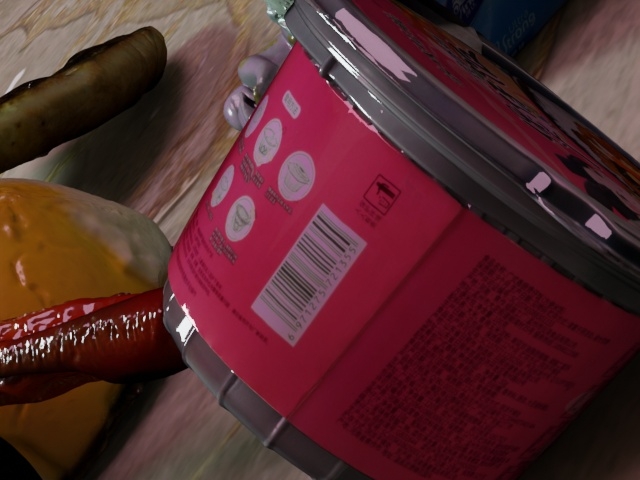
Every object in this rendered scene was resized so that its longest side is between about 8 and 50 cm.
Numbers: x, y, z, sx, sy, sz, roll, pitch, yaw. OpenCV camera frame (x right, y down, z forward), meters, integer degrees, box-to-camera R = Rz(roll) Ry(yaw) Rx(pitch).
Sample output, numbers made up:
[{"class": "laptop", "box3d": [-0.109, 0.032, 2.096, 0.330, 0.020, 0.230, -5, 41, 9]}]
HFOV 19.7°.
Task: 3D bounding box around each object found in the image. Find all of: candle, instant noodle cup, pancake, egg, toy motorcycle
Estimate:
[{"class": "candle", "box3d": [-0.172, 0.070, 1.065, 0.301, 0.059, 0.084, -15, -9, 29]}, {"class": "instant noodle cup", "box3d": [0.043, 0.010, 0.848, 0.182, 0.258, 0.302, -52, 14, 14]}, {"class": "pancake", "box3d": [-0.296, -0.075, 1.591, 0.304, 0.067, 0.427, -26, 10, 26]}, {"class": "egg", "box3d": [-0.266, 0.069, 1.278, 0.337, 0.201, 0.337, -36, 21, 16]}, {"class": "toy motorcycle", "box3d": [-0.004, -0.126, 1.346, 0.152, 0.073, 0.225, -14, 43, 37]}]

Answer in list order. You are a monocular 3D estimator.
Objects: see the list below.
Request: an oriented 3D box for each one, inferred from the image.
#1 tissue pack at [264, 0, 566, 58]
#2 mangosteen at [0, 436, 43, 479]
[{"class": "tissue pack", "box3d": [0.089, -0.240, 1.233, 0.198, 0.146, 0.263, 32, 74, 38]}, {"class": "mangosteen", "box3d": [-0.232, 0.195, 1.058, 0.200, 0.200, 0.200, -35, 24, 18]}]
